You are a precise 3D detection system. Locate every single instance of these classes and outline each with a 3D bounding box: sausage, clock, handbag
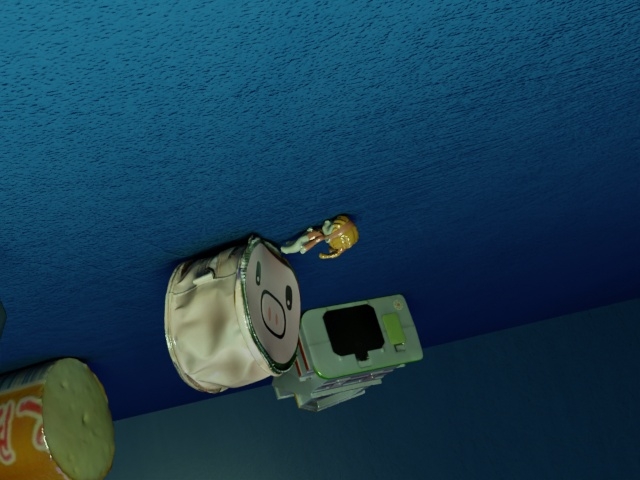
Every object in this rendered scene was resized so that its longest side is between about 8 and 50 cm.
[{"bbox_3d":[-0.536,0.345,1.864,0.287,0.233,0.233,-16,168,14],"label":"sausage"},{"bbox_3d":[0.020,0.234,2.153,0.235,0.166,0.309,-8,159,-27],"label":"clock"},{"bbox_3d":[-0.103,0.095,1.345,0.116,0.179,0.205,-9,157,20],"label":"handbag"}]

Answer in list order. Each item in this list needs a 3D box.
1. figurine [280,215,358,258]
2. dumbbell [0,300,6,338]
[{"bbox_3d":[0.000,0.000,1.349,0.109,0.047,0.064,-15,-161,36],"label":"figurine"},{"bbox_3d":[-0.461,0.096,1.001,0.316,0.144,0.156,-17,161,13],"label":"dumbbell"}]
